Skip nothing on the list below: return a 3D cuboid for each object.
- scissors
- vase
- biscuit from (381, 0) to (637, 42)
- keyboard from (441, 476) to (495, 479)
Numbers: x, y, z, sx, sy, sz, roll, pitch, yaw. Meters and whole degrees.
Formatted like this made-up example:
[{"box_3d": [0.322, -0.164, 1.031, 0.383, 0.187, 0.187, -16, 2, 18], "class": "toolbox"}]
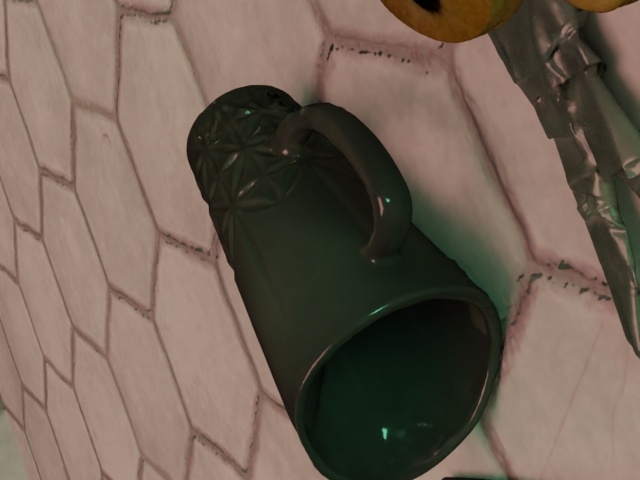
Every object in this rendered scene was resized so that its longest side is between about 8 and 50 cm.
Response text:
[{"box_3d": [0.128, -0.112, 0.624, 0.384, 0.029, 0.256, 67, 151, 16], "class": "scissors"}, {"box_3d": [0.000, 0.000, 0.813, 0.251, 0.156, 0.301, 96, 151, -42], "class": "vase"}, {"box_3d": [0.049, -0.139, 0.348, 0.158, 0.035, 0.240, 50, 158, 13], "class": "biscuit"}, {"box_3d": [0.139, 0.222, 0.796, 0.381, 0.041, 0.104, -12, 93, 56], "class": "keyboard"}]
